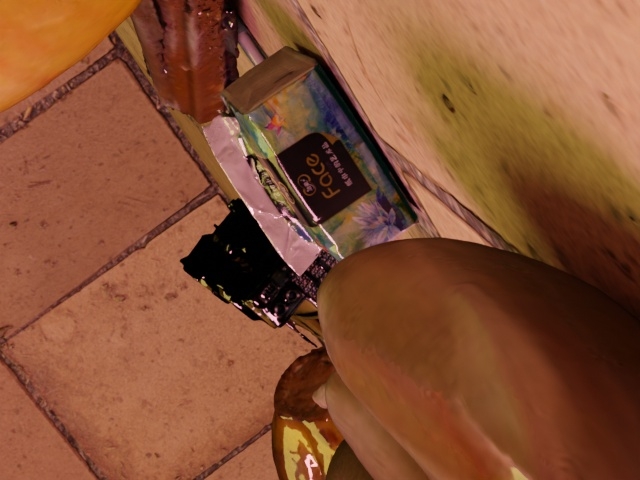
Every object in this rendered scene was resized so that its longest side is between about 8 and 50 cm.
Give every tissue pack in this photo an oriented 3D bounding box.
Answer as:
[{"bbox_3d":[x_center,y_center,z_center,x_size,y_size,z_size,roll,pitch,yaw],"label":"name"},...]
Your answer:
[{"bbox_3d":[-0.011,-0.043,0.954,0.111,0.079,0.085,56,176,-20],"label":"tissue pack"}]

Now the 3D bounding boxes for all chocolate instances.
[{"bbox_3d":[-0.101,-0.155,1.081,0.102,0.065,0.329,52,172,10],"label":"chocolate"}]

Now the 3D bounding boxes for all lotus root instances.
[{"bbox_3d":[0.062,0.221,1.435,0.291,0.193,0.193,62,173,-25],"label":"lotus root"}]

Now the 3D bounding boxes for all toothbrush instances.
[{"bbox_3d":[-0.057,-0.145,1.135,0.167,0.011,0.014,56,-179,-6],"label":"toothbrush"}]

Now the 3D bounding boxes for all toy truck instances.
[{"bbox_3d":[-0.017,0.010,1.217,0.127,0.127,0.257,41,177,-7],"label":"toy truck"}]

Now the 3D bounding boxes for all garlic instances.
[{"bbox_3d":[0.099,0.129,0.614,0.325,0.132,0.279,-139,30,-74],"label":"garlic"}]

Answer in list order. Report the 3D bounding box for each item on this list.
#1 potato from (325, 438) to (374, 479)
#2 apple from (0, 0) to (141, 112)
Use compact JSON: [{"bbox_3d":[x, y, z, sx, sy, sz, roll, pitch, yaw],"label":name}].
[{"bbox_3d":[0.108,0.180,0.923,0.235,0.160,0.178,40,-163,15],"label":"potato"},{"bbox_3d":[-0.174,-0.169,0.562,0.286,0.286,0.233,56,-177,-19],"label":"apple"}]
